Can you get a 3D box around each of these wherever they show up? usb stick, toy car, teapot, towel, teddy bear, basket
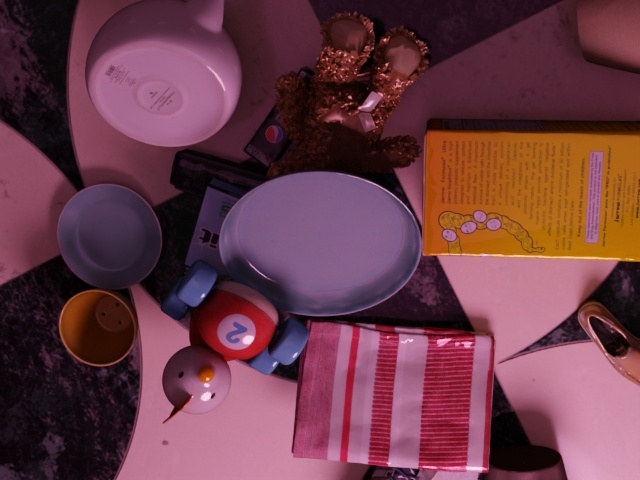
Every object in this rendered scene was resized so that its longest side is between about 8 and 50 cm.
[{"bbox_3d":[-0.114,-0.085,1.703,0.278,0.045,0.077,16,110,3],"label":"usb stick"},{"bbox_3d":[-0.180,0.197,1.647,0.219,0.210,0.238,33,65,-10],"label":"toy car"},{"bbox_3d":[-0.236,-0.279,1.571,0.256,0.187,0.252,-5,139,10],"label":"teapot"},{"bbox_3d":[0.123,0.259,1.707,0.329,0.037,0.237,4,80,6],"label":"towel"},{"bbox_3d":[0.039,-0.192,1.583,0.245,0.113,0.338,-2,121,-8],"label":"teddy bear"},{"bbox_3d":[0.349,0.474,1.716,0.204,0.154,0.226,-6,98,6],"label":"basket"}]

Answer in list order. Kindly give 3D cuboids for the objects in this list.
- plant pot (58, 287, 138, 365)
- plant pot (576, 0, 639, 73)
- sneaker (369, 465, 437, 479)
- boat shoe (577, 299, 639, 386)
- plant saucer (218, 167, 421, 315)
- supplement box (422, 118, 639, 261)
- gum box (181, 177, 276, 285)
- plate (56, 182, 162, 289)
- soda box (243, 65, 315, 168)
[{"bbox_3d":[-0.370,0.139,1.756,0.134,0.095,0.134,1,101,7],"label":"plant pot"},{"bbox_3d":[0.525,-0.340,1.489,0.274,0.256,0.256,-2,102,25],"label":"plant pot"},{"bbox_3d":[0.128,0.433,1.743,0.111,0.121,0.300,27,102,0],"label":"sneaker"},{"bbox_3d":[0.496,0.182,1.671,0.190,0.072,0.068,41,103,-3],"label":"boat shoe"},{"bbox_3d":[0.000,0.000,1.606,0.318,0.043,0.317,1,134,1],"label":"plant saucer"},{"bbox_3d":[0.338,-0.083,1.572,0.357,0.194,0.195,2,102,7],"label":"supplement box"},{"bbox_3d":[-0.135,0.007,1.704,0.157,0.041,0.184,21,119,2],"label":"gum box"},{"bbox_3d":[-0.363,-0.008,1.761,0.188,0.024,0.188,1,102,6],"label":"plate"},{"bbox_3d":[-0.055,-0.201,1.663,0.053,0.060,0.169,37,103,-3],"label":"soda box"}]
